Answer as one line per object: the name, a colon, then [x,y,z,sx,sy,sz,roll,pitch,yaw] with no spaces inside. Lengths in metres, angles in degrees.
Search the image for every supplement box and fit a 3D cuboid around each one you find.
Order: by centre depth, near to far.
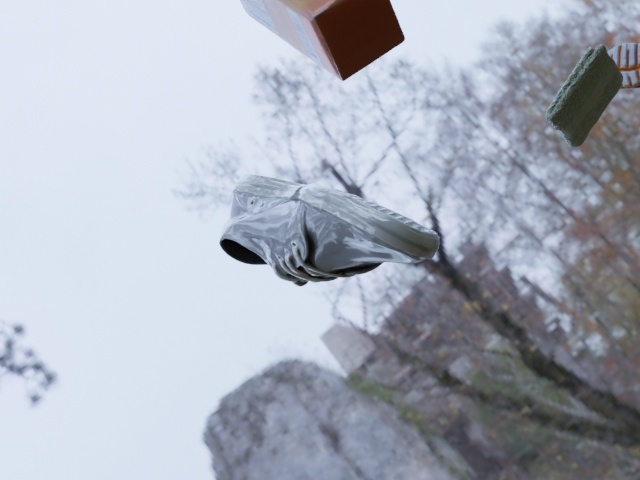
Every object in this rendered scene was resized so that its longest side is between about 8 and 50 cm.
supplement box: [-0.014,-0.235,1.148,0.078,0.233,0.080,-35,-52,-7]

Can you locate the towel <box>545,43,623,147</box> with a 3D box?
towel: [0.422,-0.228,1.902,0.148,0.027,0.110,-54,-46,-2]

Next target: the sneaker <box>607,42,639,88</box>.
sneaker: [0.594,-0.304,2.116,0.215,0.084,0.083,-4,-17,32]

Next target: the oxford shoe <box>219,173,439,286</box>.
oxford shoe: [0.000,0.000,1.561,0.169,0.449,0.130,26,-98,-30]
